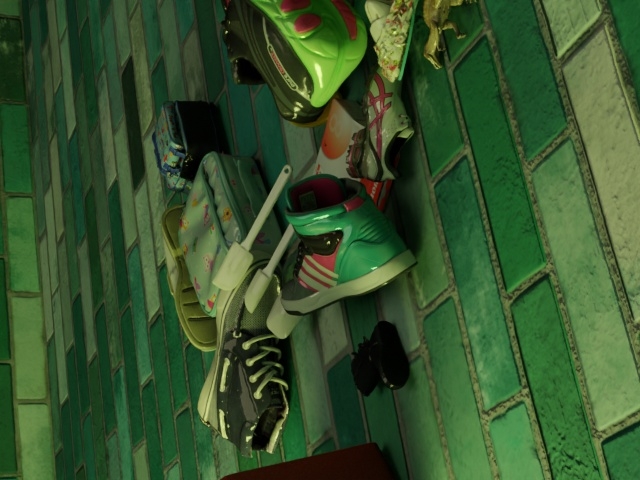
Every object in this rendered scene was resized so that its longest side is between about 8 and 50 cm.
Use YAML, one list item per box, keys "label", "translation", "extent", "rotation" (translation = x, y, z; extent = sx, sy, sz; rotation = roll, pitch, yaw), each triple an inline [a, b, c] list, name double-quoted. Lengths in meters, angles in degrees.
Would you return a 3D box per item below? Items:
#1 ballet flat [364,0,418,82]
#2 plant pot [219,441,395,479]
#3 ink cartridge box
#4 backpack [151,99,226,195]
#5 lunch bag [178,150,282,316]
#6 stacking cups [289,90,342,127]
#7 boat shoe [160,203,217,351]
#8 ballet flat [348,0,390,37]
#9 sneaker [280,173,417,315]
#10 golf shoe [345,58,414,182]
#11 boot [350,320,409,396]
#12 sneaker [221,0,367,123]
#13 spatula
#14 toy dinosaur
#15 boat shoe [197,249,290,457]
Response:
- label: "ballet flat"
  translation: [0.103, -0.339, 1.680]
  extent: [0.091, 0.077, 0.241]
  rotation: [-100, 25, -82]
- label: "plant pot"
  translation: [-0.005, 0.469, 1.675]
  extent: [0.236, 0.267, 0.267]
  rotation: [50, 133, 39]
- label: "ink cartridge box"
  translation: [0.049, -0.108, 1.837]
  extent: [0.179, 0.045, 0.145]
  rotation: [-121, 41, -53]
- label: "backpack"
  translation: [-0.265, -0.170, 2.413]
  extent: [0.173, 0.117, 0.158]
  rotation: [119, 144, -48]
- label: "lunch bag"
  translation: [-0.164, -0.018, 2.192]
  extent: [0.279, 0.108, 0.224]
  rotation: [-115, 37, -44]
- label: "stacking cups"
  translation: [-0.040, -0.331, 1.997]
  extent: [0.096, 0.096, 0.316]
  rotation: [122, 144, -46]
- label: "boat shoe"
  translation: [-0.231, 0.081, 2.345]
  extent: [0.103, 0.113, 0.302]
  rotation: [96, 162, -61]
- label: "ballet flat"
  translation: [0.082, -0.402, 1.774]
  extent: [0.079, 0.077, 0.221]
  rotation: [-97, 19, -65]
- label: "sneaker"
  translation: [0.000, 0.000, 1.765]
  extent: [0.295, 0.124, 0.178]
  rotation: [-24, 96, 55]
- label: "golf shoe"
  translation: [0.097, -0.171, 1.736]
  extent: [0.086, 0.067, 0.186]
  rotation: [10, 84, 22]
- label: "boot"
  translation: [0.080, 0.183, 1.742]
  extent: [0.121, 0.045, 0.099]
  rotation: [-102, 31, -42]
- label: "sneaker"
  translation: [-0.100, -0.344, 1.844]
  extent: [0.202, 0.185, 0.483]
  rotation: [-66, 34, 30]
- label: "spatula"
  translation: [-0.059, 0.017, 1.960]
  extent: [0.168, 0.019, 0.242]
  rotation: [39, 109, 26]
- label: "toy dinosaur"
  translation: [0.159, -0.315, 1.616]
  extent: [0.092, 0.053, 0.183]
  rotation: [-149, 64, -63]
- label: "boat shoe"
  translation: [-0.099, 0.197, 2.056]
  extent: [0.158, 0.127, 0.340]
  rotation: [36, 123, 44]
